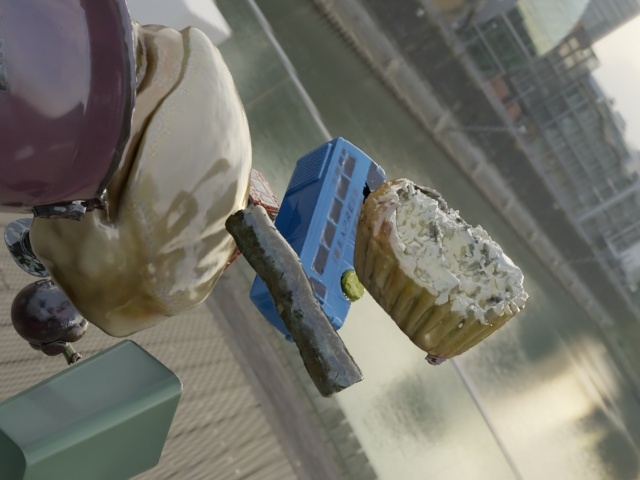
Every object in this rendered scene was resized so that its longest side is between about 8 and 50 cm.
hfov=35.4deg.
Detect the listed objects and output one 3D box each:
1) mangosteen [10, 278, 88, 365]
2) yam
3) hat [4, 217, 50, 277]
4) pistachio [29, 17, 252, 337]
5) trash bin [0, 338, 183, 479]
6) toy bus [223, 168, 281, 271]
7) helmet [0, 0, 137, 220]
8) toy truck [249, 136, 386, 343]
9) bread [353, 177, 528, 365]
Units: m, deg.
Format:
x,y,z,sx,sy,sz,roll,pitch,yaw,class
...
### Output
x,y,z,sx,sy,sz,roll,pitch,yaw,class
-0.603,0.174,2.219,0.172,0.184,0.172,15,23,-7,mangosteen
-0.032,0.071,1.216,0.253,0.061,0.061,59,14,10,yam
-0.477,0.002,1.706,0.121,0.050,0.121,16,58,-28,hat
-0.237,-0.089,1.362,0.365,0.281,0.446,86,11,-76,pistachio
-0.430,0.337,1.719,0.158,0.223,0.343,35,31,25,trash bin
-0.234,-0.002,1.969,0.153,0.329,0.143,16,35,-54,toy bus
-0.307,-0.152,0.924,0.338,0.197,0.271,-167,-106,-64,helmet
0.000,0.000,1.840,0.162,0.161,0.385,38,50,-26,toy truck
0.156,0.038,1.424,0.274,0.149,0.274,31,27,-18,bread
